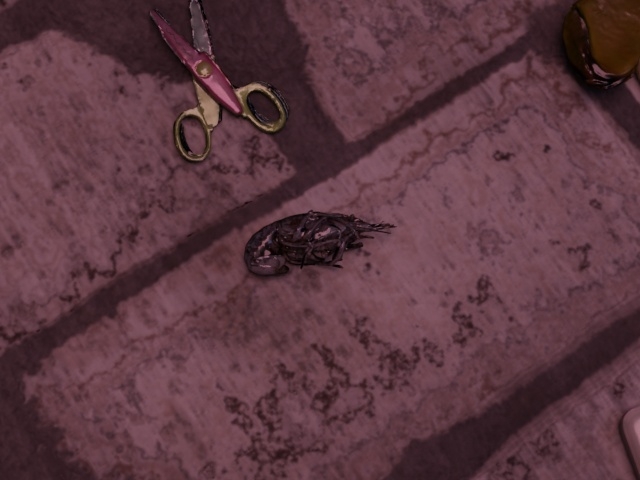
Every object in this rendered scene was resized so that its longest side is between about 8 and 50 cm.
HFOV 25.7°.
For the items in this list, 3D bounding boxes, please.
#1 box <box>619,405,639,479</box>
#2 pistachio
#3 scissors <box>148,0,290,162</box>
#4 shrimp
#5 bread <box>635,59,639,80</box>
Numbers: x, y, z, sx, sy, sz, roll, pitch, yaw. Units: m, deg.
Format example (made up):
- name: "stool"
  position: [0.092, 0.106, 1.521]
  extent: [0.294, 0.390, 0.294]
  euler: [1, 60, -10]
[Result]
- name: "box"
  position: [0.418, 0.292, 1.439]
  extent: [0.142, 0.044, 0.285]
  euler: [-16, 76, -6]
- name: "pistachio"
  position: [0.316, -0.242, 1.581]
  extent: [0.090, 0.049, 0.173]
  euler: [15, 68, -4]
- name: "scissors"
  position: [-0.126, -0.185, 1.548]
  extent: [0.133, 0.020, 0.187]
  euler: [-24, 79, -13]
- name: "shrimp"
  position: [0.000, 0.000, 1.487]
  extent: [0.165, 0.056, 0.065]
  euler: [-8, 59, 4]
- name: "bread"
  position: [0.507, -0.221, 1.558]
  extent: [0.316, 0.054, 0.316]
  euler: [-1, 81, 6]
